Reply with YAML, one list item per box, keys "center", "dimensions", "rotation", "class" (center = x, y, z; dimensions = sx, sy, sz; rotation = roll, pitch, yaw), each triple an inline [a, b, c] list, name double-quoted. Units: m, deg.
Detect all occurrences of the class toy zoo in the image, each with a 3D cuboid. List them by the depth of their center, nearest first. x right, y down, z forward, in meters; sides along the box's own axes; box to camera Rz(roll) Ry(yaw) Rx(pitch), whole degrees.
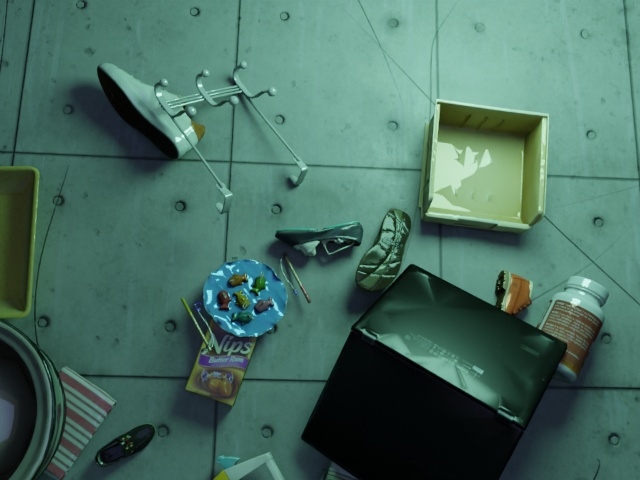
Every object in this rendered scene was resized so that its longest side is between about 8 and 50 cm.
- center: [-0.136, 0.574, 1.279]
  dimensions: [0.192, 0.030, 0.293]
  rotation: [-33, 75, 0]
  class: "toy zoo"

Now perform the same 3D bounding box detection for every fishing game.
- center: [-0.161, 0.117, 1.362]
  dimensions: [0.264, 0.041, 0.189]
  rotation: [-20, 68, -21]
  class: "fishing game"

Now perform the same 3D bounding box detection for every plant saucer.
- center: [-0.776, 0.010, 1.358]
  dimensions: [0.332, 0.081, 0.333]
  rotation: [-1, 78, -5]
  class: "plant saucer"

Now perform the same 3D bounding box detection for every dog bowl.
- center: [-0.697, 0.354, 1.238]
  dimensions: [0.407, 0.150, 0.408]
  rotation: [0, 75, 1]
  class: "dog bowl"

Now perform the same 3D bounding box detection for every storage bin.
- center: [0.372, -0.166, 1.448]
  dimensions: [0.262, 0.123, 0.261]
  rotation: [7, 77, -3]
  class: "storage bin"

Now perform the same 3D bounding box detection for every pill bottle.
- center: [0.548, 0.193, 1.383]
  dimensions: [0.121, 0.121, 0.216]
  rotation: [31, 78, 3]
  class: "pill bottle"

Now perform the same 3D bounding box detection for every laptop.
- center: [0.237, 0.316, 1.314]
  dimensions: [0.381, 0.236, 0.408]
  rotation: [28, 45, 22]
  class: "laptop"

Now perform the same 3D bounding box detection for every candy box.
- center: [-0.207, 0.251, 1.357]
  dimensions: [0.109, 0.053, 0.187]
  rotation: [19, 76, 1]
  class: "candy box"

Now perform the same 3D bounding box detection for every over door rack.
- center: [-0.187, -0.249, 1.393]
  dimensions: [0.239, 0.108, 0.324]
  rotation: [-24, 79, -36]
  class: "over door rack"

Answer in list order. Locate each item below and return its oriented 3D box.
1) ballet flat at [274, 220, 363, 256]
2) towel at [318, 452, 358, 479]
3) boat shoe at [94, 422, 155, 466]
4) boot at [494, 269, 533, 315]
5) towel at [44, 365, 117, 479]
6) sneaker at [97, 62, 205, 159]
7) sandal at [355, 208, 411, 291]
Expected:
- center: [0.000, 0.000, 1.417]
  dimensions: [0.203, 0.074, 0.074]
  rotation: [-6, 78, -7]
  class: "ballet flat"
- center: [0.127, 0.620, 1.309]
  dimensions: [0.324, 0.056, 0.312]
  rotation: [19, 80, -2]
  class: "towel"
- center: [-0.408, 0.430, 1.312]
  dimensions: [0.133, 0.042, 0.049]
  rotation: [-29, 79, -11]
  class: "boat shoe"
- center: [0.438, 0.153, 1.419]
  dimensions: [0.084, 0.059, 0.158]
  rotation: [16, 76, -5]
  class: "boot"
- center: [-0.543, 0.384, 1.321]
  dimensions: [0.144, 0.029, 0.197]
  rotation: [33, 78, 6]
  class: "towel"
- center: [-0.389, -0.316, 1.456]
  dimensions: [0.290, 0.106, 0.123]
  rotation: [44, 59, 5]
  class: "sneaker"
- center: [0.143, 0.026, 1.430]
  dimensions: [0.090, 0.060, 0.219]
  rotation: [24, 63, -4]
  class: "sandal"
